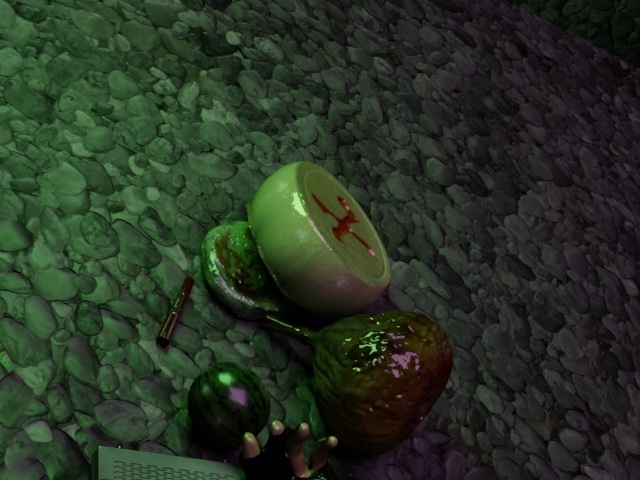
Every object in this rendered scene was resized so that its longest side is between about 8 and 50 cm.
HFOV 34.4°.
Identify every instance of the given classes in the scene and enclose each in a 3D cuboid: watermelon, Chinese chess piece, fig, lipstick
[{"bbox_3d":[-0.145,0.300,1.799,0.187,0.141,0.140,50,40,3],"label":"watermelon"},{"bbox_3d":[0.000,0.000,2.108,0.338,0.140,0.338,44,25,-27],"label":"Chinese chess piece"},{"bbox_3d":[0.050,0.222,1.953,0.368,0.286,0.286,29,38,13],"label":"fig"},{"bbox_3d":[-0.269,0.129,1.940,0.027,0.027,0.176,32,39,-12],"label":"lipstick"}]

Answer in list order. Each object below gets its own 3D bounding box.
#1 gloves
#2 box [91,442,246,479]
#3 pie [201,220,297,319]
[{"bbox_3d":[-0.026,0.426,1.764,0.301,0.152,0.197,57,23,-22],"label":"gloves"},{"bbox_3d":[-0.239,0.436,1.672,0.270,0.045,0.211,14,47,-30],"label":"box"},{"bbox_3d":[-0.136,0.059,2.087,0.240,0.054,0.240,22,45,-23],"label":"pie"}]
